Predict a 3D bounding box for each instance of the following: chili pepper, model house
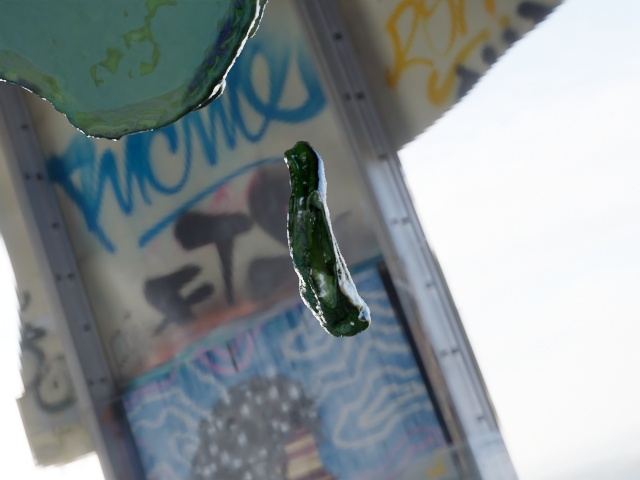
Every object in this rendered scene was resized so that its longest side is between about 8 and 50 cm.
[{"bbox_3d":[-0.003,-0.002,1.055,0.050,0.182,0.073,-14,-5,23],"label":"chili pepper"},{"bbox_3d":[-0.127,-0.203,0.902,0.189,0.214,0.195,-56,-8,-54],"label":"model house"}]
